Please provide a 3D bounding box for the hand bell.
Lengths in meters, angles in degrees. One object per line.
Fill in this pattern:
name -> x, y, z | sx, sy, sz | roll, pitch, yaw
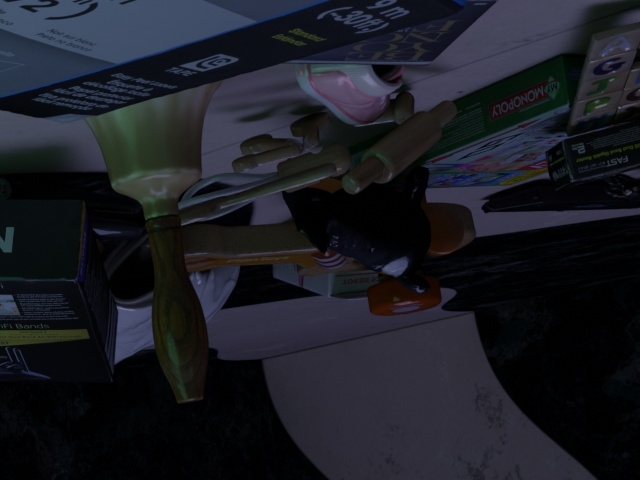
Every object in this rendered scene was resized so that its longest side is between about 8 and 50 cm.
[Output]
hand bell -> -0.112, -0.002, 1.181 | 0.126, 0.242, 0.126 | -9, 172, -1

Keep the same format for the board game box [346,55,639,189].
board game box -> 0.199, -0.105, 1.518 | 0.213, 0.046, 0.317 | -2, 170, -35

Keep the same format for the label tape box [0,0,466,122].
label tape box -> -0.044, -0.151, 0.684 | 0.347, 0.115, 0.249 | -11, 172, 24

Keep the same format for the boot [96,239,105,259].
boot -> -0.296, 0.004, 1.657 | 0.115, 0.112, 0.305 | -39, 169, -7

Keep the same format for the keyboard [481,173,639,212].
keyboard -> 0.374, -0.061, 2.074 | 0.317, 0.033, 0.201 | -3, 176, -41

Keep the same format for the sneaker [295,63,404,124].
sneaker -> 0.040, -0.120, 1.209 | 0.070, 0.051, 0.134 | -7, 169, 25

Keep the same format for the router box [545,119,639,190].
router box -> 0.261, -0.079, 1.398 | 0.122, 0.038, 0.092 | -15, 178, -2

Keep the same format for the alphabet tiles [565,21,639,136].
alphabet tiles -> 0.318, -0.150, 1.291 | 0.237, 0.009, 0.198 | -15, 162, -2

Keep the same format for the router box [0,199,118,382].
router box -> -0.350, 0.050, 1.465 | 0.308, 0.081, 0.243 | 1, 155, 0

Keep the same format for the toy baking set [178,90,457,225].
toy baking set -> -0.009, -0.058, 1.301 | 0.196, 0.030, 0.256 | -8, -160, 33

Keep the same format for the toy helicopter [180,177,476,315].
toy helicopter -> 0.000, 0.000, 1.725 | 0.355, 0.140, 0.235 | -4, 169, -20

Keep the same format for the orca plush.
orca plush -> 0.048, -0.040, 1.484 | 0.102, 0.151, 0.287 | -53, 149, 7

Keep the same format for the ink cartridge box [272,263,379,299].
ink cartridge box -> 0.034, 0.023, 1.952 | 0.115, 0.067, 0.198 | -5, -169, -27

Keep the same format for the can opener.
can opener -> -0.252, -0.027, 1.497 | 0.186, 0.059, 0.073 | -2, 159, -28

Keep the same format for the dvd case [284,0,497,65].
dvd case -> 0.009, -0.137, 1.031 | 0.164, 0.018, 0.221 | 0, 177, -7

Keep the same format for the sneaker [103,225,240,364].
sneaker -> -0.164, 0.040, 1.836 | 0.292, 0.108, 0.169 | -35, 171, -46
